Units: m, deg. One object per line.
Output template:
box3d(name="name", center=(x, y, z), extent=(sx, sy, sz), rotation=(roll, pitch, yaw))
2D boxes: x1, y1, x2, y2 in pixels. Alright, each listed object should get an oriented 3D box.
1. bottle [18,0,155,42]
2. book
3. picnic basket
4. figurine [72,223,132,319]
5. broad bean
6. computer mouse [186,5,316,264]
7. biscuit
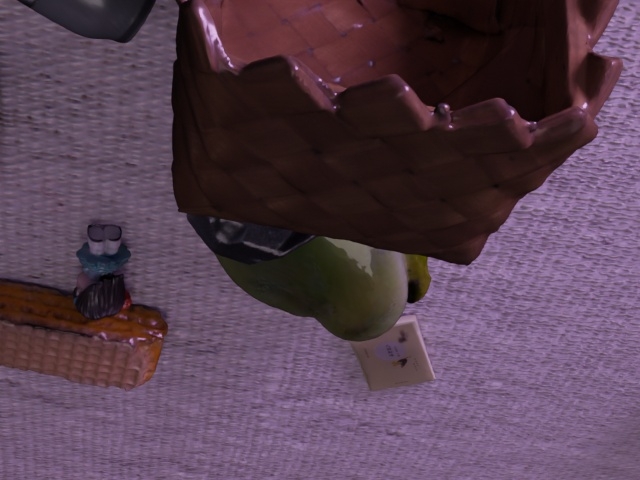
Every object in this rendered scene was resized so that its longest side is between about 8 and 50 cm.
box3d(name="bottle", center=(-0.223, -0.225, 0.606), extent=(0.254, 0.079, 0.096), rotation=(30, 121, -25))
box3d(name="book", center=(0.077, 0.125, 1.004), extent=(0.077, 0.014, 0.111), rotation=(-12, 134, 11))
box3d(name="picnic basket", center=(0.045, -0.172, 0.509), extent=(0.254, 0.291, 0.321), rotation=(9, 147, -8))
box3d(name="figurine", center=(-0.208, 0.031, 0.892), extent=(0.060, 0.047, 0.106), rotation=(-18, 138, -35))
box3d(name="broad bean", center=(0.000, 0.000, 0.823), extent=(0.228, 0.100, 0.169), rotation=(22, 124, -18))
box3d(name="computer mouse", center=(-0.018, -0.086, 0.716), extent=(0.126, 0.071, 0.231), rotation=(34, 91, -9))
box3d(name="biscuit", center=(-0.349, 0.082, 0.932), extent=(0.379, 0.054, 0.094), rotation=(12, 135, -12))
